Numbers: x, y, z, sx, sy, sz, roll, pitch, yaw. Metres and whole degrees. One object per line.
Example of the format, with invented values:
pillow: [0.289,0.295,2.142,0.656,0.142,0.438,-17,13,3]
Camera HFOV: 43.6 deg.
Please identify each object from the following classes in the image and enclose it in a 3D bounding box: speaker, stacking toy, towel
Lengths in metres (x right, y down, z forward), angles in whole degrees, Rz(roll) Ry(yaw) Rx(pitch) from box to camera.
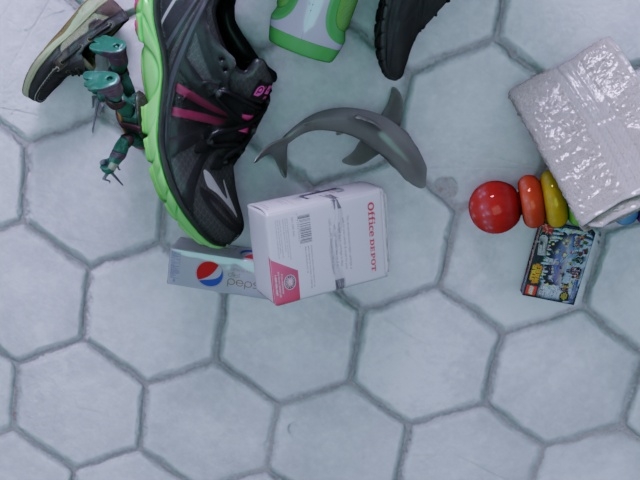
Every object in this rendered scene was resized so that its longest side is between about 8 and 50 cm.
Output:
speaker: [0.018,-0.431,1.219,0.131,0.131,0.296,20,108,-2]
stacking toy: [0.410,-0.070,1.308,0.330,0.141,0.141,-11,106,12]
towel: [0.429,-0.166,1.239,0.187,0.049,0.282,-27,67,11]

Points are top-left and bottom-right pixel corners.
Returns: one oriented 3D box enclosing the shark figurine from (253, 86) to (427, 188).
shark figurine: [0.038,-0.179,1.296,0.278,0.116,0.166,5,92,6]

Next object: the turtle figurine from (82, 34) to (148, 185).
turtle figurine: [-0.327,-0.209,1.315,0.118,0.175,0.234,-15,147,-10]

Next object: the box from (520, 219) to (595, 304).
box: [0.411,0.038,1.390,0.094,0.027,0.137,11,108,2]

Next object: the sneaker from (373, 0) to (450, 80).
sneaker: [0.158,-0.386,1.239,0.130,0.109,0.286,10,110,-5]

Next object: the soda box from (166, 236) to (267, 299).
soda box: [-0.155,0.050,1.413,0.216,0.074,0.069,9,108,2]

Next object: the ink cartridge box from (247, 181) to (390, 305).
ink cartridge box: [0.000,0.000,1.328,0.218,0.092,0.158,-12,109,-24]

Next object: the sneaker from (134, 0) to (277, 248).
sneaker: [-0.169,-0.212,1.275,0.202,0.185,0.482,-1,109,9]

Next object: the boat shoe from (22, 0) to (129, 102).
boat shoe: [-0.403,-0.306,1.317,0.073,0.080,0.223,42,102,-3]
